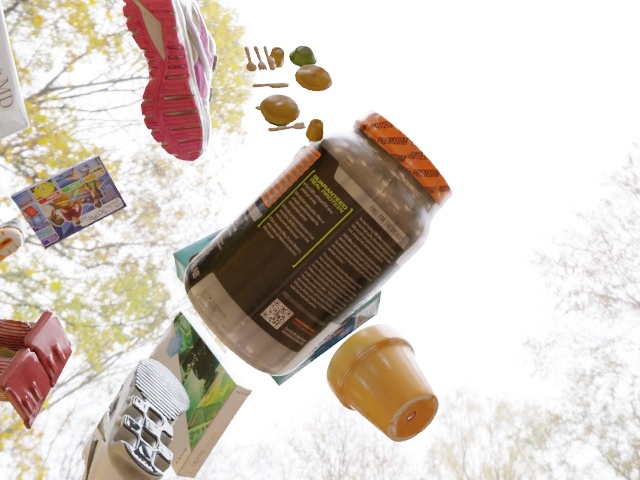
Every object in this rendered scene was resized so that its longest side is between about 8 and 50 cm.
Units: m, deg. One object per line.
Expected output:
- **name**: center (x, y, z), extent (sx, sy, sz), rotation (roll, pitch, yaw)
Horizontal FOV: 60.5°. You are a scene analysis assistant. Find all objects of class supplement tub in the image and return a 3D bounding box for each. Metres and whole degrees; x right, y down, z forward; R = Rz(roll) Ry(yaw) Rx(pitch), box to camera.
- **supplement tub**: center (0.000, 0.000, 0.692), extent (0.316, 0.193, 0.193), rotation (-44, -80, 5)

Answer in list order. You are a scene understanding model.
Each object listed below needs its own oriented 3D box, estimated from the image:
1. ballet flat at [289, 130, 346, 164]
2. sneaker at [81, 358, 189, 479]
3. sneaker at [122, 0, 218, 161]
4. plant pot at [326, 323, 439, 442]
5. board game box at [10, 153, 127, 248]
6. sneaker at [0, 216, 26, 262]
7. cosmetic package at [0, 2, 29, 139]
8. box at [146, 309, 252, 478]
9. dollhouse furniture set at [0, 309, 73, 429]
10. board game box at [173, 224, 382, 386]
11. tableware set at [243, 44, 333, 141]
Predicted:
- **ballet flat**: center (-0.002, -0.151, 0.991), extent (0.077, 0.231, 0.077), rotation (-10, -55, 44)
- **sneaker**: center (-0.306, 0.301, 0.873), extent (0.146, 0.330, 0.122), rotation (-42, -80, 4)
- **sneaker**: center (-0.193, -0.240, 0.790), extent (0.103, 0.111, 0.252), rotation (10, -61, 20)
- **plant pot**: center (0.145, 0.313, 1.168), extent (0.205, 0.188, 0.205), rotation (-15, -56, -24)
- **board game box**: center (-0.560, -0.089, 1.233), extent (0.201, 0.035, 0.136), rotation (-31, -61, -20)
- **sneaker**: center (-0.791, 0.017, 1.329), extent (0.215, 0.083, 0.084), rotation (-25, -54, 15)
- **cosmetic package**: center (-0.806, -0.322, 0.944), extent (0.327, 0.394, 0.329), rotation (34, -41, 16)
- **box**: center (-0.306, 0.336, 1.252), extent (0.058, 0.322, 0.232), rotation (32, -88, -44)
- **dollhouse furniture set**: center (-0.536, 0.095, 0.783), extent (0.201, 0.152, 0.374), rotation (2, -49, 7)
- **board game box**: center (-0.089, 0.085, 1.081), extent (0.336, 0.254, 0.079), rotation (39, -37, 30)
- **tableware set**: center (-0.032, -0.181, 0.665), extent (0.104, 0.154, 0.024), rotation (-9, -31, -17)
